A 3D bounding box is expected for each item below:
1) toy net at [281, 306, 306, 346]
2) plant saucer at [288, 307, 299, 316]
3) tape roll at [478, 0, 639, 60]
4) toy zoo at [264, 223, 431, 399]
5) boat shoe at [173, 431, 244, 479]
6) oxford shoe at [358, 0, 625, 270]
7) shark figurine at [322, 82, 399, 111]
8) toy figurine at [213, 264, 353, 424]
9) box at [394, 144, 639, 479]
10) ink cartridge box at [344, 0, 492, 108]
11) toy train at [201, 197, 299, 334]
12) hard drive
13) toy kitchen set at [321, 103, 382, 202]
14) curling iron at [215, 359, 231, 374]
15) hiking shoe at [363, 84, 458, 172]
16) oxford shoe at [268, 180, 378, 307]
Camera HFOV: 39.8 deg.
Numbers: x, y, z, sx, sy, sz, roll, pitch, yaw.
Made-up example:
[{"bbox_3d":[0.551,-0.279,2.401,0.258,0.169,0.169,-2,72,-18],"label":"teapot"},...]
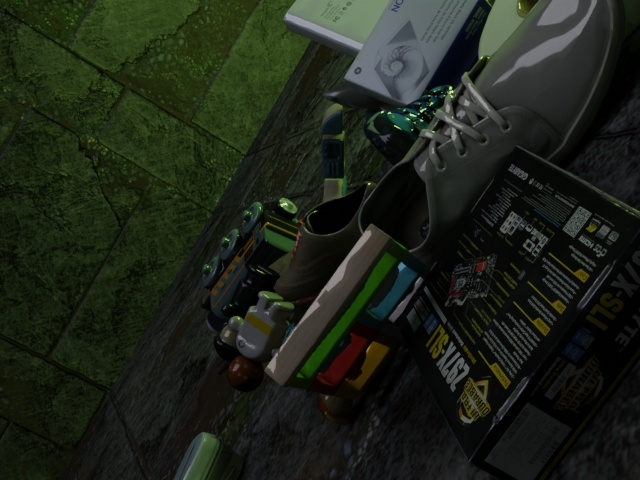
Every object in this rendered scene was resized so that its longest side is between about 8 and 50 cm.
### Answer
[{"bbox_3d":[-0.044,0.170,1.529,0.122,0.045,0.232,-64,14,-13],"label":"toy net"},{"bbox_3d":[-0.033,0.073,1.585,0.195,0.037,0.195,-43,7,6],"label":"plant saucer"},{"bbox_3d":[0.364,-0.374,1.210,0.392,0.072,0.392,-52,16,21],"label":"tape roll"},{"bbox_3d":[0.057,0.098,1.035,0.192,0.030,0.293,-54,-24,1],"label":"toy zoo"},{"bbox_3d":[-0.211,0.454,1.403,0.109,0.094,0.302,-39,24,59],"label":"boat shoe"},{"bbox_3d":[0.195,-0.128,1.076,0.449,0.130,0.169,-54,42,27],"label":"oxford shoe"},{"bbox_3d":[0.157,-0.322,1.663,0.278,0.166,0.116,-32,-46,-34],"label":"shark figurine"},{"bbox_3d":[-0.037,0.147,1.228,0.148,0.213,0.209,-66,16,10],"label":"toy figurine"},{"bbox_3d":[0.202,0.056,0.883,0.257,0.079,0.322,-58,15,10],"label":"box"},{"bbox_3d":[0.181,-0.321,1.482,0.224,0.045,0.223,28,87,33],"label":"ink cartridge box"},{"bbox_3d":[-0.152,0.061,1.927,0.334,0.142,0.190,-51,26,27],"label":"toy train"},{"bbox_3d":[0.130,-0.429,1.625,0.353,0.047,0.233,31,77,33],"label":"hard drive"},{"bbox_3d":[0.086,-0.147,1.689,0.122,0.166,0.207,-85,-7,-60],"label":"toy kitchen set"},{"bbox_3d":[-0.129,0.184,1.787,0.274,0.035,0.068,-51,13,25],"label":"curling iron"},{"bbox_3d":[0.155,-0.176,1.286,0.132,0.113,0.304,-46,-3,22],"label":"hiking shoe"},{"bbox_3d":[0.000,0.000,1.418,0.348,0.130,0.122,-33,37,35],"label":"oxford shoe"}]
